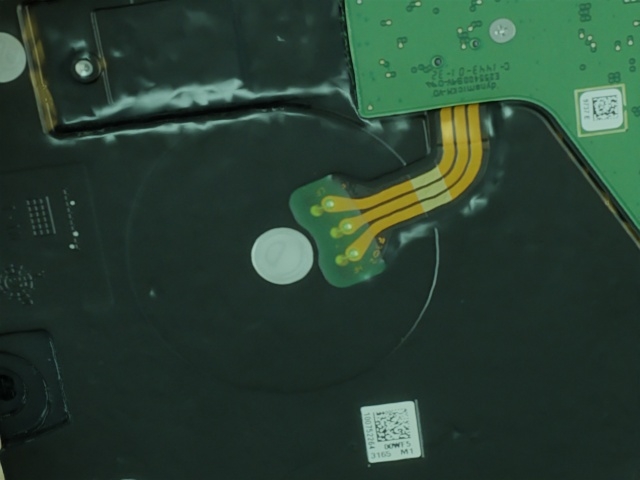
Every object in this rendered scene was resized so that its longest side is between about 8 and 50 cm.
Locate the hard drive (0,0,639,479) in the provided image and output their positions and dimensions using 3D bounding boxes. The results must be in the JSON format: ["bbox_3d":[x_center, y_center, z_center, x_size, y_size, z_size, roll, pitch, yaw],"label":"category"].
[{"bbox_3d":[0.037,-0.012,0.578,0.064,0.338,0.237,-88,169,-67],"label":"hard drive"}]
